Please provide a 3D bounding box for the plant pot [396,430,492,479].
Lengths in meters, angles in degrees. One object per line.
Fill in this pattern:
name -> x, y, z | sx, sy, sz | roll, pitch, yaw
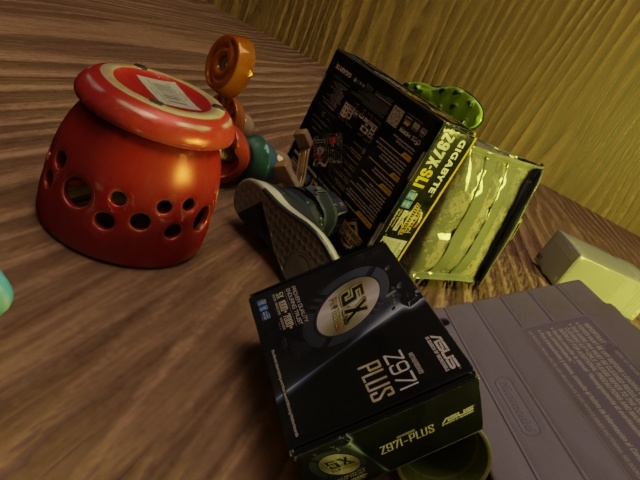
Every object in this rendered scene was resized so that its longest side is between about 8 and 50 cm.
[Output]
plant pot -> 0.108, 0.180, 0.462 | 0.083, 0.083, 0.079 | 26, 12, -2

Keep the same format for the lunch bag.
lunch bag -> 0.260, -0.055, 0.869 | 0.286, 0.236, 0.169 | 7, 26, -36

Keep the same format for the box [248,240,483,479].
box -> 0.030, 0.102, 0.434 | 0.147, 0.078, 0.180 | -21, 38, -4

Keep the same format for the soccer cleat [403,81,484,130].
soccer cleat -> 0.200, -0.214, 0.783 | 0.072, 0.060, 0.179 | 7, 22, -36

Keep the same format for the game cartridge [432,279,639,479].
game cartridge -> 0.254, 0.171, 0.493 | 0.229, 0.068, 0.355 | -8, 28, -2

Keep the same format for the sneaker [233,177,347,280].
sneaker -> 0.001, -0.002, 0.687 | 0.163, 0.086, 0.226 | 4, 40, -50

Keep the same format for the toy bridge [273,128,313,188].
toy bridge -> -0.053, -0.102, 0.811 | 0.026, 0.063, 0.188 | 0, 48, 29

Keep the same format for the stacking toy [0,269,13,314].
stacking toy -> -0.264, 0.103, 0.168 | 0.175, 0.165, 0.302 | 64, 13, -48

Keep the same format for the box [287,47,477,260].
box -> 0.067, -0.139, 0.814 | 0.079, 0.257, 0.322 | 8, 30, -36

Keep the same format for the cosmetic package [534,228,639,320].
cosmetic package -> 0.642, 0.081, 1.154 | 0.237, 0.107, 0.127 | 24, 27, -16

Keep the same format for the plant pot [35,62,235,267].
plant pot -> -0.202, -0.091, 0.554 | 0.191, 0.174, 0.191 | 20, 26, -11

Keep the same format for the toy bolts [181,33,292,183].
toy bolts -> -0.123, -0.202, 0.843 | 0.158, 0.218, 0.229 | 7, 49, -49
